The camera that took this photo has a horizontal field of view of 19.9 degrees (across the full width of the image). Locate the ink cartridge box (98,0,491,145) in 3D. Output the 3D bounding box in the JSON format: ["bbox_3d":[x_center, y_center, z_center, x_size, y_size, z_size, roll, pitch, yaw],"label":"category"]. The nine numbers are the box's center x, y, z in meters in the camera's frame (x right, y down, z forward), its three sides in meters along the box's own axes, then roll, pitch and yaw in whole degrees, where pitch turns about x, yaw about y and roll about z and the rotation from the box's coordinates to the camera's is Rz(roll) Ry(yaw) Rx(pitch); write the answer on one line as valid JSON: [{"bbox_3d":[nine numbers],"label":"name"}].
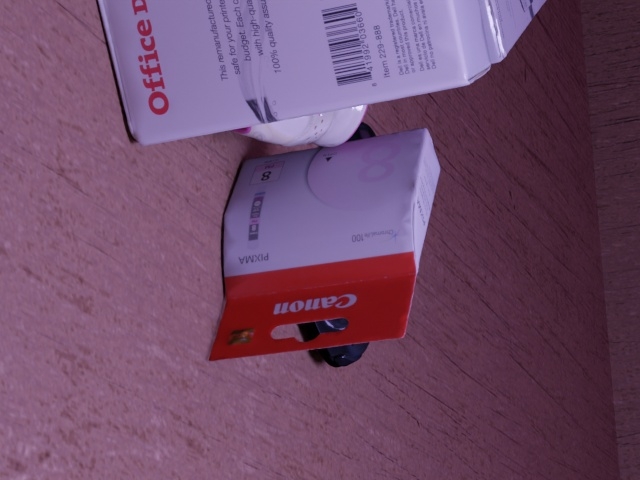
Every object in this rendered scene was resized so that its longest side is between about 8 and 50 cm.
[{"bbox_3d":[-0.027,-0.210,1.500,0.121,0.289,0.211,-39,119,-71],"label":"ink cartridge box"}]

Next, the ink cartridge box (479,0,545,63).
[{"bbox_3d":[0.112,-0.274,2.009,0.307,0.223,0.129,-51,129,-65],"label":"ink cartridge box"}]

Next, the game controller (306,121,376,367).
[{"bbox_3d":[0.027,-0.005,1.930,0.166,0.067,0.319,58,26,-19],"label":"game controller"}]

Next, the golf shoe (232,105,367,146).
[{"bbox_3d":[-0.062,-0.226,1.672,0.140,0.115,0.306,-11,72,-36],"label":"golf shoe"}]

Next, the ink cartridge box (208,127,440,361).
[{"bbox_3d":[0.000,0.000,1.631,0.232,0.189,0.066,-71,146,-51],"label":"ink cartridge box"}]
